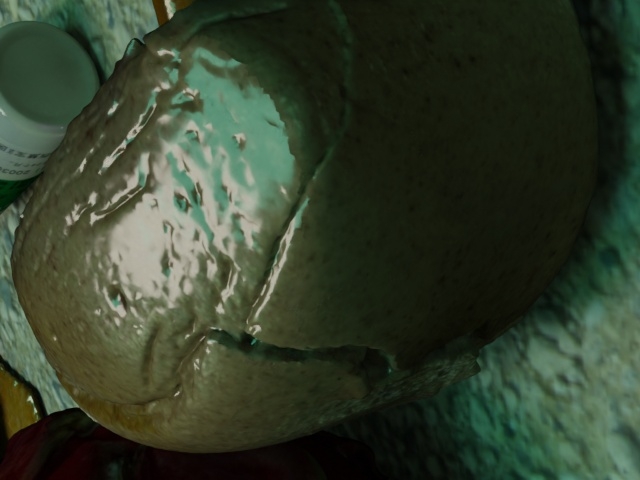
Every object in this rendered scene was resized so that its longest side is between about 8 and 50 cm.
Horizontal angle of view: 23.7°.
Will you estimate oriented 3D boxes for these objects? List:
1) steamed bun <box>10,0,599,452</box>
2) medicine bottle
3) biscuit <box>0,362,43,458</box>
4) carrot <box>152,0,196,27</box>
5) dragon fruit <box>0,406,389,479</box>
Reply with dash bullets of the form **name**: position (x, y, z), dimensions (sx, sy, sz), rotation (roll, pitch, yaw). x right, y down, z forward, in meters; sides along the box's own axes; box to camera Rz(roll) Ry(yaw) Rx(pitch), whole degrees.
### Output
- **steamed bun**: position (0.000, 0.000, 0.758), dimensions (0.199, 0.251, 0.301), rotation (49, 141, 12)
- **medicine bottle**: position (-0.257, -0.070, 1.154), dimensions (0.260, 0.095, 0.095), rotation (-34, 77, 53)
- **biscuit**: position (-0.315, 0.189, 1.393), dimensions (0.232, 0.013, 0.237), rotation (34, 128, 39)
- **carrot**: position (-0.077, -0.109, 0.957), dimensions (0.043, 0.043, 0.248), rotation (3, 107, 51)
- **dragon fruit**: position (-0.088, 0.239, 0.882), dimensions (0.329, 0.329, 0.329), rotation (23, 121, 45)
